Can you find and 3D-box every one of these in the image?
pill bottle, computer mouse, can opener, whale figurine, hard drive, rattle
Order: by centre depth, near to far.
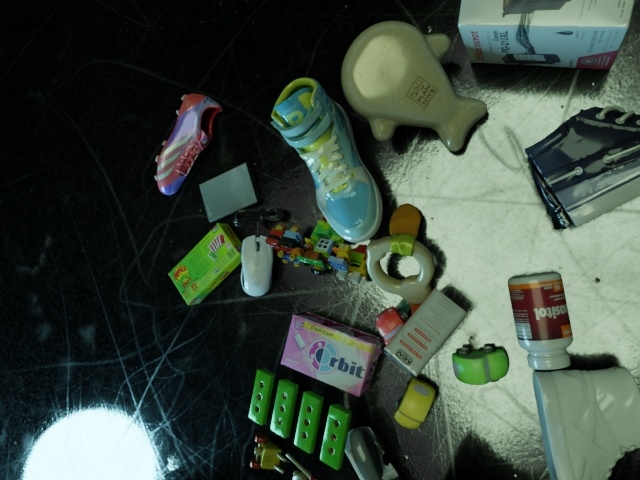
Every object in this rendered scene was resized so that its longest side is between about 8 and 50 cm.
[{"bbox_3d":[0.369,0.132,0.806,0.086,0.086,0.152,-11,85,23],"label":"pill bottle"},{"bbox_3d":[0.168,-0.279,0.900,0.272,0.141,0.216,31,102,-4],"label":"whale figurine"},{"bbox_3d":[0.124,0.484,0.907,0.074,0.093,0.280,-34,80,18],"label":"can opener"},{"bbox_3d":[0.168,0.055,0.930,0.130,0.143,0.200,-25,115,14],"label":"rattle"},{"bbox_3d":[-0.133,0.026,1.036,0.106,0.042,0.193,-1,93,-12],"label":"computer mouse"},{"bbox_3d":[-0.207,-0.108,1.099,0.135,0.022,0.094,-21,81,22],"label":"hard drive"}]

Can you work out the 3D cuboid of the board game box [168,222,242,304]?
[{"bbox_3d":[-0.257,0.055,1.105,0.181,0.043,0.092,-43,73,16],"label":"board game box"}]

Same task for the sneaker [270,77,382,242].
[{"bbox_3d":[0.000,-0.154,0.883,0.127,0.208,0.319,-28,66,18],"label":"sneaker"}]

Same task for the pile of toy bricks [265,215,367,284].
[{"bbox_3d":[0.000,0.000,0.972,0.212,0.118,0.105,13,64,31],"label":"pile of toy bricks"}]

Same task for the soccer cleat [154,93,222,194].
[{"bbox_3d":[-0.306,-0.217,1.118,0.095,0.083,0.248,22,95,18],"label":"soccer cleat"}]

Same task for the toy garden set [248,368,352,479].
[{"bbox_3d":[-0.046,0.395,0.976,0.244,0.049,0.204,13,94,39],"label":"toy garden set"}]

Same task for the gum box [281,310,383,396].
[{"bbox_3d":[0.025,0.224,0.966,0.188,0.062,0.107,17,95,23],"label":"gum box"}]

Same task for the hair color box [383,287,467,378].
[{"bbox_3d":[0.180,0.159,0.832,0.072,0.043,0.141,40,77,17],"label":"hair color box"}]

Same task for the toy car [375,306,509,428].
[{"bbox_3d":[0.222,0.232,0.871,0.224,0.053,0.239,-9,96,18],"label":"toy car"}]

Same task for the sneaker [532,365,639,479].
[{"bbox_3d":[0.447,0.341,0.755,0.169,0.108,0.293,-10,97,11],"label":"sneaker"}]

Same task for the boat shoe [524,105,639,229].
[{"bbox_3d":[0.486,-0.162,0.738,0.340,0.127,0.158,-32,84,20],"label":"boat shoe"}]

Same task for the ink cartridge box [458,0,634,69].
[{"bbox_3d":[0.356,-0.356,0.778,0.237,0.172,0.100,12,94,23],"label":"ink cartridge box"}]
